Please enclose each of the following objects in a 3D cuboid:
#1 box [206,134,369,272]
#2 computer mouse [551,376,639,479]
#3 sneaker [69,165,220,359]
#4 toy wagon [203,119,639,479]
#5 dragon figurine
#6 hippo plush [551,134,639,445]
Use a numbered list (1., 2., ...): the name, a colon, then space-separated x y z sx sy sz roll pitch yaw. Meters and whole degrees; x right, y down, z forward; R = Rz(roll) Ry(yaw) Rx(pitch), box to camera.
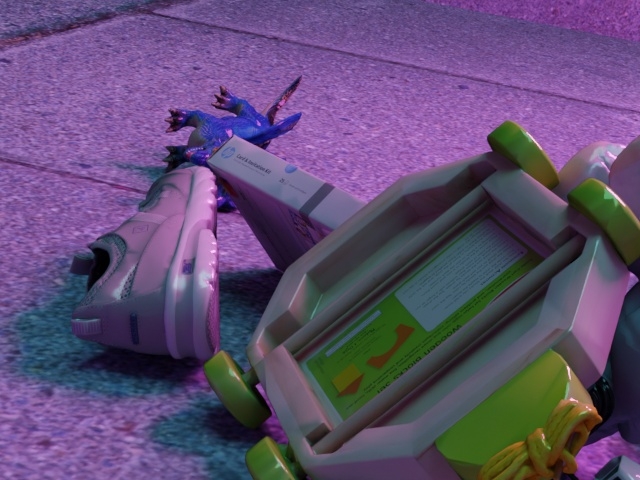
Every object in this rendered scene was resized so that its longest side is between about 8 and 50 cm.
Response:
1. box: 0.000 0.000 1.043 0.038 0.145 0.186 -46 42 -16
2. computer mouse: 0.179 0.165 0.727 0.042 0.106 0.193 11 26 -33
3. sneaker: -0.139 0.006 1.002 0.115 0.105 0.281 0 16 -6
4. toy wagon: 0.071 0.063 0.762 0.068 0.267 0.344 51 1 -28
5. dragon figurine: -0.072 -0.106 1.381 0.144 0.085 0.289 23 27 29
6. hippo plush: 0.284 0.054 0.852 0.236 0.234 0.294 10 -2 -30
